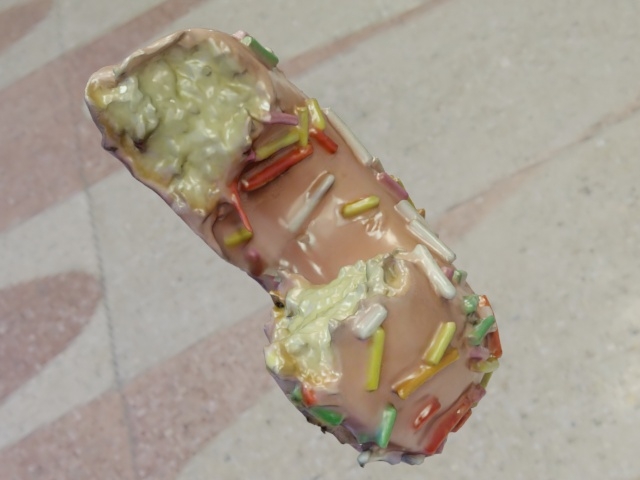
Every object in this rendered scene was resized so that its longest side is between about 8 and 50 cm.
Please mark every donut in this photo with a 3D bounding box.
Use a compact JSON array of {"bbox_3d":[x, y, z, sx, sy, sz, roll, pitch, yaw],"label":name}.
[{"bbox_3d":[0.000,0.000,0.682,0.085,0.199,0.233,-42,67,8],"label":"donut"}]
